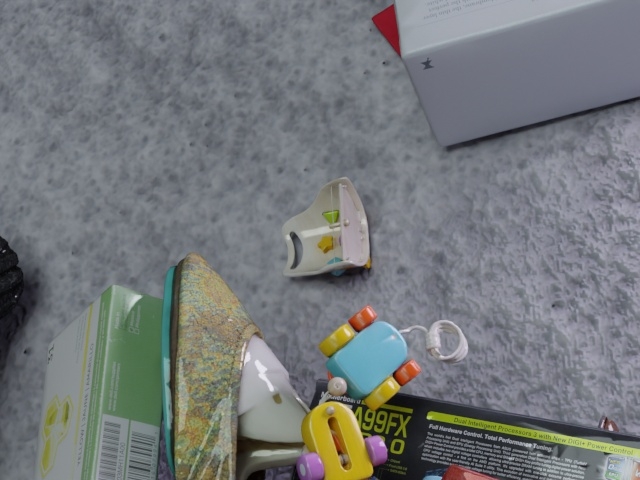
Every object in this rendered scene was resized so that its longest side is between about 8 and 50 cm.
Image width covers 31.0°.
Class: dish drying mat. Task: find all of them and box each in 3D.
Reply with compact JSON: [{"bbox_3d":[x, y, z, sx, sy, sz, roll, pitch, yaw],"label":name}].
[{"bbox_3d":[0.079,-0.188,1.065,0.032,0.008,0.083,-33,53,1],"label":"dish drying mat"}]

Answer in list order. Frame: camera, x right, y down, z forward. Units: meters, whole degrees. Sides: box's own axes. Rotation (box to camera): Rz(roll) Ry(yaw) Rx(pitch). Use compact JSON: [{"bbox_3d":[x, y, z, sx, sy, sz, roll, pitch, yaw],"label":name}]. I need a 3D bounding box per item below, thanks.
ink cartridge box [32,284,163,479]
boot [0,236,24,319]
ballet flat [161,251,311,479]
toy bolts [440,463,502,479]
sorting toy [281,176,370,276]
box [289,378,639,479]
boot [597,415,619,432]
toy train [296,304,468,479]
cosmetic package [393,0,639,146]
[{"bbox_3d":[-0.189,0.158,0.869,0.235,0.056,0.171,-37,43,45],"label":"ink cartridge box"},{"bbox_3d":[-0.460,0.066,0.991,0.347,0.131,0.260,12,33,8],"label":"boot"},{"bbox_3d":[-0.050,0.171,0.768,0.123,0.123,0.349,-10,62,18],"label":"ballet flat"},{"bbox_3d":[0.119,0.244,0.652,0.218,0.158,0.229,-166,95,-73],"label":"toy bolts"},{"bbox_3d":[0.000,0.000,0.971,0.075,0.045,0.083,-16,57,23],"label":"sorting toy"},{"bbox_3d":[0.096,0.220,0.761,0.270,0.060,0.216,6,71,30],"label":"box"},{"bbox_3d":[0.242,0.167,0.770,0.114,0.037,0.106,-5,64,19],"label":"boot"},{"bbox_3d":[0.043,0.128,0.755,0.125,0.046,0.166,17,60,-16],"label":"toy train"},{"bbox_3d":[0.177,-0.225,0.962,0.224,0.138,0.225,-13,56,14],"label":"cosmetic package"}]
